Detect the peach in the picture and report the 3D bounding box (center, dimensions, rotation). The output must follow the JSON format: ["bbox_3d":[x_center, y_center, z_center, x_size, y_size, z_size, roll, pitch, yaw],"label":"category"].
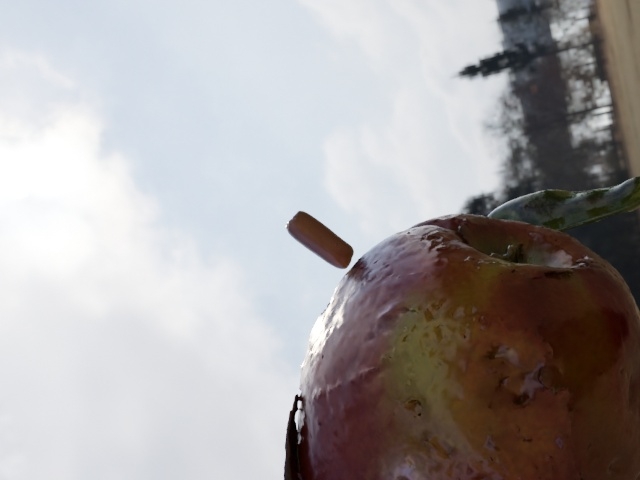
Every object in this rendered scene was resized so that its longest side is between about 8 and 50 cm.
[{"bbox_3d":[0.150,0.193,0.993,0.353,0.339,0.417,35,116,52],"label":"peach"}]

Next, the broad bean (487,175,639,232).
[{"bbox_3d":[0.394,-0.055,1.518,0.067,0.325,0.075,-4,-100,-58],"label":"broad bean"}]

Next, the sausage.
[{"bbox_3d":[0.000,0.000,1.098,0.083,0.034,0.034,37,-157,-6],"label":"sausage"}]
